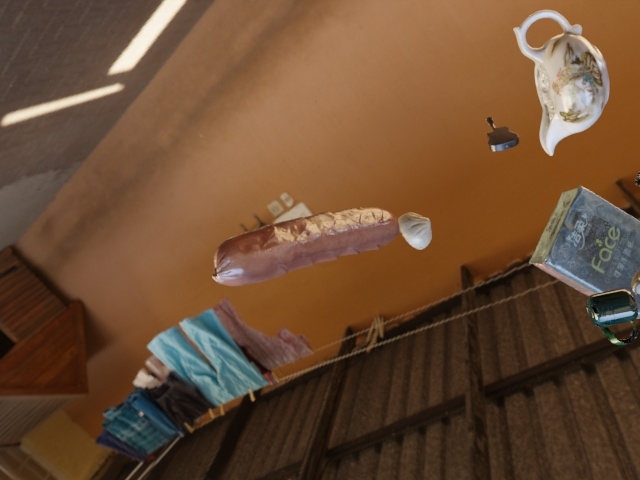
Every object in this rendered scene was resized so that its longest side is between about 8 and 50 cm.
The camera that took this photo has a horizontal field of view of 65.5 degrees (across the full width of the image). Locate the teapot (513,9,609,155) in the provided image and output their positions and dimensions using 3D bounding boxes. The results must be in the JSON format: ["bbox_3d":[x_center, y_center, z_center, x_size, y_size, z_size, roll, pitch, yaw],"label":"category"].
[{"bbox_3d":[0.510,-0.338,1.053,0.139,0.298,0.204,-16,-168,15],"label":"teapot"}]

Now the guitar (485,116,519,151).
[{"bbox_3d":[0.562,-0.348,1.584,0.088,0.025,0.233,-16,-147,14],"label":"guitar"}]

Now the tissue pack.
[{"bbox_3d":[0.732,0.034,1.293,0.228,0.315,0.103,-63,-174,-9],"label":"tissue pack"}]

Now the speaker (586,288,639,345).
[{"bbox_3d":[0.530,0.138,0.897,0.075,0.094,0.060,-15,179,16],"label":"speaker"}]

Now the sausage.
[{"bbox_3d":[0.001,-0.002,0.819,0.433,0.088,0.088,-13,170,-46],"label":"sausage"}]

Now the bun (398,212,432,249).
[{"bbox_3d":[0.335,-0.044,1.702,0.094,0.138,0.138,-40,-168,26],"label":"bun"}]

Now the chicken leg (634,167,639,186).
[{"bbox_3d":[1.036,-0.124,1.542,0.088,0.103,0.228,-36,-134,47],"label":"chicken leg"}]

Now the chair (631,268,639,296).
[{"bbox_3d":[0.446,0.033,0.433,0.147,0.270,0.136,-37,150,-47],"label":"chair"}]
